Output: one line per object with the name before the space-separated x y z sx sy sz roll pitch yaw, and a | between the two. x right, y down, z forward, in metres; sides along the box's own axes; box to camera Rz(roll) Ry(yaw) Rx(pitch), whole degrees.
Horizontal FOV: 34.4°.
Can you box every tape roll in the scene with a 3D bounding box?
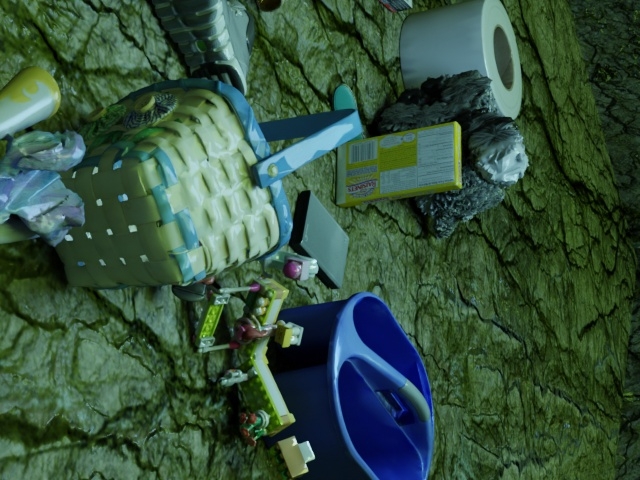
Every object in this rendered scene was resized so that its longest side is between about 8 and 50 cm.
tape roll | 0.279 -0.341 2.020 0.246 0.169 0.246 24 63 -59

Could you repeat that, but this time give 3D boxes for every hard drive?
hard drive | 0.000 0.000 1.542 0.135 0.022 0.094 49 42 -47

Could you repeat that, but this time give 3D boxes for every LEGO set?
LEGO set | -0.083 0.151 1.243 0.107 0.132 0.286 -2 96 -52

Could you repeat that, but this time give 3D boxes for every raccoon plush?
raccoon plush | 0.247 -0.088 1.779 0.446 0.216 0.299 -96 164 -60

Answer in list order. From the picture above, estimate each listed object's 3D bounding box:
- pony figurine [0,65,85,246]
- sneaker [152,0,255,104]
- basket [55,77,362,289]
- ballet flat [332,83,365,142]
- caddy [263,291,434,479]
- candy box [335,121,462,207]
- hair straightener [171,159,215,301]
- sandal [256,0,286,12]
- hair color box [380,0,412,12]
pony figurine | -0.325 -0.036 0.695 0.351 0.303 0.363 50 31 7
sneaker | -0.140 -0.293 1.293 0.132 0.086 0.228 -74 155 -47
basket | -0.125 -0.069 1.061 0.289 0.255 0.201 -32 111 -49
ballet flat | 0.043 -0.200 1.673 0.041 0.041 0.114 -49 126 -56
caddy | 0.059 0.223 1.429 0.341 0.179 0.241 56 38 -42
candy box | 0.120 -0.116 1.603 0.027 0.206 0.105 27 60 -57
hair straightener | -0.149 -0.025 1.223 0.047 0.089 0.230 11 52 -19
sandal | -0.081 -0.359 1.448 0.240 0.088 0.079 -29 141 -54
hair color box | 0.136 -0.504 1.918 0.072 0.043 0.141 20 64 -60
